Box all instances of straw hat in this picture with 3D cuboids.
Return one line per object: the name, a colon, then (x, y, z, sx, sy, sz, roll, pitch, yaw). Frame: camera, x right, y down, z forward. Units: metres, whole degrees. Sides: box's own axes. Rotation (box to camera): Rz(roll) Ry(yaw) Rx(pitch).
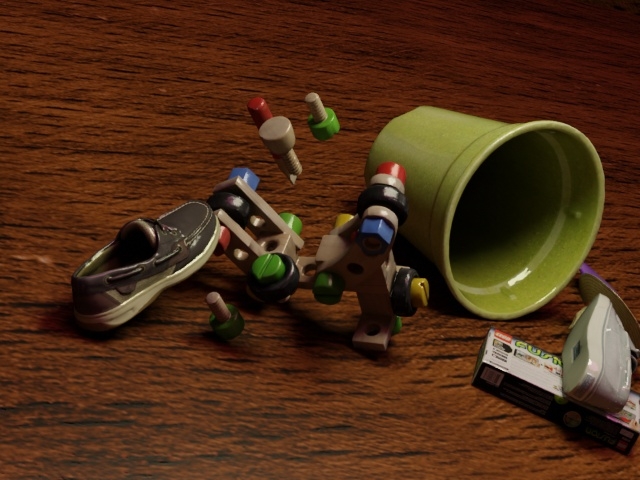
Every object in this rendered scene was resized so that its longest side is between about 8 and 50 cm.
straw hat: (0.368, 0.117, 2.092, 0.061, 0.144, 0.144, -33, 46, -12)

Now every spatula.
spatula: (0.359, -0.012, 2.258, 0.296, 0.030, 0.084, 55, 12, -19)

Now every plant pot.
plant pot: (0.202, -0.065, 2.132, 0.276, 0.276, 0.254, 6, 16, -37)

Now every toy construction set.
toy construction set: (0.000, 0.000, 1.854, 0.237, 0.257, 0.309, 62, 10, -45)

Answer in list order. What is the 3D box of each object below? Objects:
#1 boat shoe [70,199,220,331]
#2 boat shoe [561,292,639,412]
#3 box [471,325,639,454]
boat shoe: (-0.186, 0.012, 1.674, 0.080, 0.073, 0.223, 15, 41, 31)
boat shoe: (0.349, 0.144, 1.915, 0.081, 0.079, 0.227, 32, 26, -3)
box: (0.291, 0.182, 1.909, 0.207, 0.036, 0.114, 25, 22, 3)
